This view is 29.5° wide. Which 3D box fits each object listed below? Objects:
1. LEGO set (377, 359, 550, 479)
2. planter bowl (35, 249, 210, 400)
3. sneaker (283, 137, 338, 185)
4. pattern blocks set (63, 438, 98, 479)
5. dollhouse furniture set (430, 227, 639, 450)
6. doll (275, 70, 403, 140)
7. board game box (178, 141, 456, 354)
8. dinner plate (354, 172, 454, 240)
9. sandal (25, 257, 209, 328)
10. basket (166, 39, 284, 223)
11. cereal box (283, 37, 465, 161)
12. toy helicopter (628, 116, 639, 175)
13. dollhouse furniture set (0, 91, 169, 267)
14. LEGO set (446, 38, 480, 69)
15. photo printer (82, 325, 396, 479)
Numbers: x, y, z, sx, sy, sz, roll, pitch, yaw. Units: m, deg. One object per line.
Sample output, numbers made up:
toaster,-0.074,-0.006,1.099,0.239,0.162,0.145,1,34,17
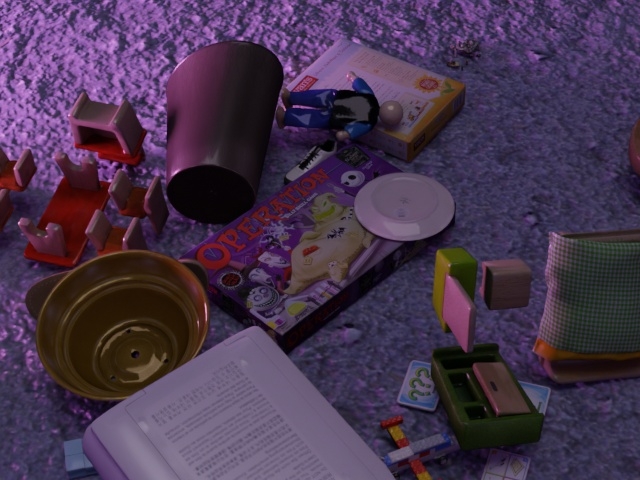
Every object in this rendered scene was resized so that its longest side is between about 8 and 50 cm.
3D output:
LEGO set,0.160,0.232,1.432,0.182,0.060,0.244,12,43,16
planter bowl,-0.240,0.125,1.524,0.217,0.090,0.217,-2,55,3
sneaker,-0.015,-0.116,1.812,0.040,0.043,0.109,33,55,29
pattern blocks set,-0.132,0.270,1.426,0.325,0.026,0.285,-18,46,-15
dollhouse furniture set,0.294,0.109,1.428,0.301,0.197,0.151,-5,29,-11
doll,0.032,-0.201,1.835,0.189,0.046,0.129,6,59,16
board game box,0.000,0.000,1.690,0.208,0.056,0.347,30,52,34
dinner plate,0.117,-0.053,1.697,0.141,0.017,0.141,-2,45,2
sandal,-0.266,0.066,1.621,0.240,0.088,0.079,-10,11,-1
basket,-0.151,-0.149,1.773,0.204,0.154,0.227,-30,41,34
cereal box,0.084,-0.226,1.919,0.240,0.047,0.173,25,52,26
toy helicopter,0.618,-0.111,1.722,0.355,0.140,0.235,6,46,5
dollhouse furniture set,-0.339,-0.072,1.745,0.262,0.135,0.259,12,57,14
LEGO set,0.241,-0.317,2.026,0.054,0.023,0.083,6,44,8
photo printer,-0.075,0.266,1.332,0.256,0.107,0.307,-31,57,-25
